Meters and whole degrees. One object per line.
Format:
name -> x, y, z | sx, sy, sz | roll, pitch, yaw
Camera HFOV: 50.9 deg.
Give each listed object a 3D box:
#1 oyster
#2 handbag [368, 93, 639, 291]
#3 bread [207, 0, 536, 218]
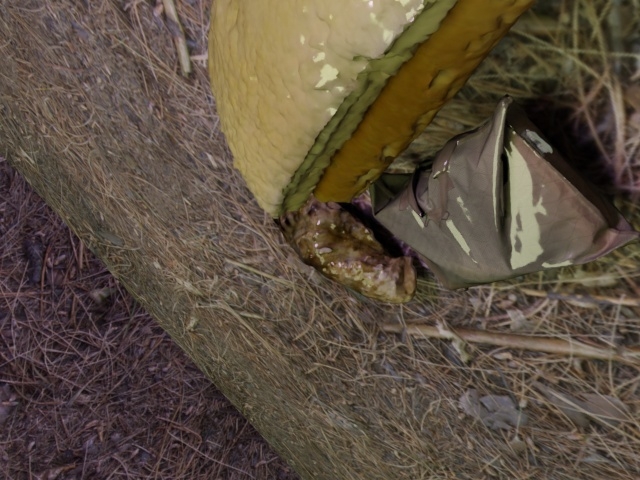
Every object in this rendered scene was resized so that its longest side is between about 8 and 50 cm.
oyster -> 0.000, 0.007, 0.947 | 0.166, 0.094, 0.294 | 50, 161, -28
handbag -> 0.148, -0.033, 0.635 | 0.182, 0.117, 0.270 | 44, 158, -7
bread -> 0.011, -0.189, 0.529 | 0.375, 0.165, 0.237 | 135, 118, -66
